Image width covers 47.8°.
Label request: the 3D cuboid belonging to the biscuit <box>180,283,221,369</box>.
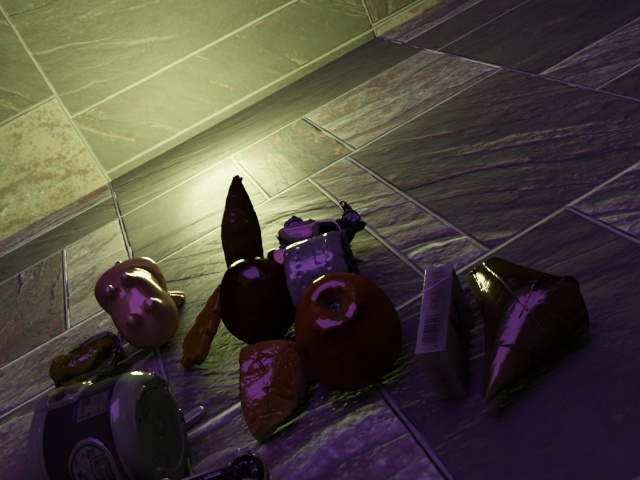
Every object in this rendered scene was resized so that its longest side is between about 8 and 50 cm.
[{"bbox_3d":[-0.300,0.227,1.898,0.239,0.041,0.212,-64,18,-5],"label":"biscuit"}]

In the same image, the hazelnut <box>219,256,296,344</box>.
[{"bbox_3d":[-0.146,0.150,1.811,0.229,0.230,0.229,-20,28,11],"label":"hazelnut"}]

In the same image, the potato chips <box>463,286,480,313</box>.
[{"bbox_3d":[0.315,0.156,1.619,0.207,0.028,0.092,-34,29,-11],"label":"potato chips"}]

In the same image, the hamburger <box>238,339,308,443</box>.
[{"bbox_3d":[-0.106,0.320,1.578,0.155,0.135,0.208,-19,30,17],"label":"hamburger"}]

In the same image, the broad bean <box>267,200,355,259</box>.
[{"bbox_3d":[-0.005,0.006,2.078,0.292,0.049,0.144,-35,60,-11],"label":"broad bean"}]

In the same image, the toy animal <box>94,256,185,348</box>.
[{"bbox_3d":[-0.521,0.182,2.095,0.237,0.269,0.326,-32,60,-10],"label":"toy animal"}]

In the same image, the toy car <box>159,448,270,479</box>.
[{"bbox_3d":[-0.212,0.502,1.370,0.256,0.124,0.101,-18,27,-4],"label":"toy car"}]

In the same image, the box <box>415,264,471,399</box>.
[{"bbox_3d":[0.254,0.182,1.463,0.067,0.150,0.233,-9,39,22],"label":"box"}]

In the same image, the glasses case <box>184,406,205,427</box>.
[{"bbox_3d":[-0.308,0.420,1.694,0.083,0.021,0.032,-35,26,-17],"label":"glasses case"}]

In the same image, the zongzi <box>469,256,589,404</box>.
[{"bbox_3d":[0.345,0.173,1.452,0.300,0.145,0.274,-41,26,-14],"label":"zongzi"}]

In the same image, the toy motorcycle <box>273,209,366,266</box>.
[{"bbox_3d":[0.000,0.000,2.001,0.263,0.091,0.157,-10,63,7],"label":"toy motorcycle"}]

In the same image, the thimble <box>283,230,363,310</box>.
[{"bbox_3d":[0.014,0.093,1.791,0.157,0.217,0.245,-17,6,9],"label":"thimble"}]

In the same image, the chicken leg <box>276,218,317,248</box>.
[{"bbox_3d":[-0.083,0.007,2.155,0.207,0.085,0.101,-37,61,-9],"label":"chicken leg"}]

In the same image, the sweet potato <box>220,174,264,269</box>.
[{"bbox_3d":[-0.227,-0.019,2.053,0.131,0.337,0.131,-6,24,3],"label":"sweet potato"}]

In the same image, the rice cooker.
[{"bbox_3d":[-0.449,0.429,1.520,0.276,0.288,0.288,-18,28,11],"label":"rice cooker"}]

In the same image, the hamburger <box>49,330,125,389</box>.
[{"bbox_3d":[-0.644,0.347,1.991,0.214,0.125,0.235,-33,12,9],"label":"hamburger"}]

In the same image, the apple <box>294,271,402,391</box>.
[{"bbox_3d":[0.052,0.192,1.563,0.253,0.254,0.254,-20,28,11],"label":"apple"}]
